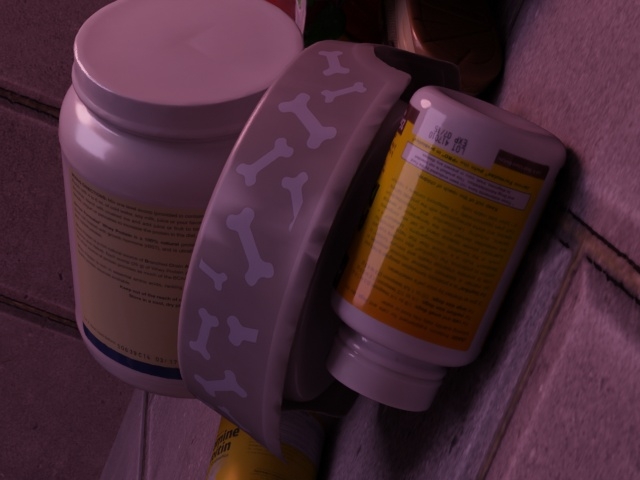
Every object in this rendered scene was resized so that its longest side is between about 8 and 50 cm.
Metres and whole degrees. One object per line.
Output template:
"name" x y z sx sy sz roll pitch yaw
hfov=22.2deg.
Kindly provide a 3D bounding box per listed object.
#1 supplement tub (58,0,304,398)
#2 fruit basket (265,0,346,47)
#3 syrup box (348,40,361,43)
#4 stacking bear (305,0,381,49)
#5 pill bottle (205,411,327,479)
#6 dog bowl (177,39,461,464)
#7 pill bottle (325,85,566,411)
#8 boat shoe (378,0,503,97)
"supplement tub" -0.116 -0.043 1.496 0.235 0.235 0.324 -81 -6 -51
"fruit basket" -0.006 -0.301 1.596 0.327 0.165 0.353 -92 1 -49
"syrup box" 0.032 -0.081 1.704 0.093 0.096 0.236 129 160 -59
"stacking bear" 0.051 -0.247 1.814 0.289 0.164 0.175 -47 24 56
"pill bottle" -0.050 0.200 1.540 0.103 0.103 0.184 120 167 -46
"dog bowl" 0.000 0.000 1.300 0.348 0.102 0.348 -60 -17 -30
"pill bottle" 0.081 0.008 1.152 0.117 0.117 0.215 -107 39 -75
"boat shoe" 0.100 -0.213 1.547 0.342 0.123 0.123 -90 23 -50
